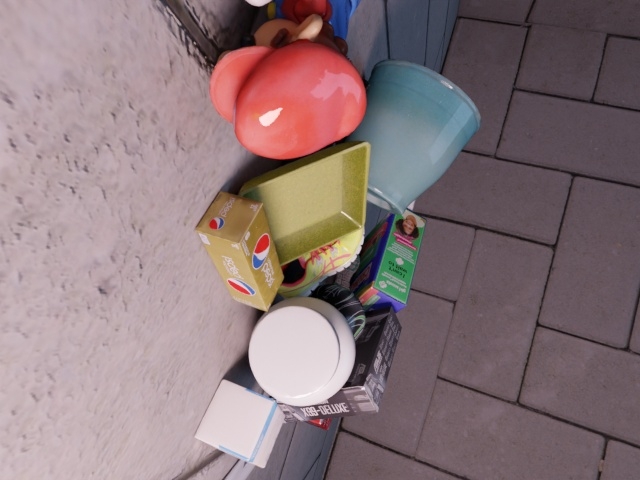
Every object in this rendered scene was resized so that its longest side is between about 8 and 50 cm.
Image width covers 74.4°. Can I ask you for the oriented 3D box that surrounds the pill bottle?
[{"bbox_3d":[-0.025,0.183,0.714,0.301,0.169,0.169,73,35,-76],"label":"pill bottle"}]

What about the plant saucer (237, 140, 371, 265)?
[{"bbox_3d":[-0.023,-0.053,0.610,0.188,0.045,0.188,-24,147,-14],"label":"plant saucer"}]

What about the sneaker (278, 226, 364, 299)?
[{"bbox_3d":[-0.007,0.026,0.738,0.208,0.081,0.094,-47,151,4],"label":"sneaker"}]

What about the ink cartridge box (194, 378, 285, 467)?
[{"bbox_3d":[-0.120,0.298,0.674,0.143,0.092,0.090,83,27,-56],"label":"ink cartridge box"}]

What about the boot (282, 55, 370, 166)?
[{"bbox_3d":[0.029,-0.170,0.732,0.207,0.094,0.246,-69,160,-5],"label":"boot"}]

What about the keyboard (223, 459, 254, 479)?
[{"bbox_3d":[-0.159,0.473,0.888,0.256,0.014,0.072,-15,115,-74],"label":"keyboard"}]

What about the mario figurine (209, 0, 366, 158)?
[{"bbox_3d":[-0.041,-0.223,0.443,0.198,0.170,0.320,39,50,-36],"label":"mario figurine"}]

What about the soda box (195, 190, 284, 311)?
[{"bbox_3d":[-0.095,0.022,0.541,0.181,0.058,0.061,84,26,-57],"label":"soda box"}]

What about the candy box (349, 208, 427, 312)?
[{"bbox_3d":[0.183,0.091,1.288,0.268,0.122,0.317,-54,-168,54],"label":"candy box"}]

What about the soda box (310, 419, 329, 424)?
[{"bbox_3d":[-0.015,0.544,1.348,0.263,0.092,0.083,78,30,-61],"label":"soda box"}]

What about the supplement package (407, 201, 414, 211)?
[{"bbox_3d":[0.245,-0.265,1.299,0.177,0.175,0.293,79,30,-63],"label":"supplement package"}]

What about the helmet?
[{"bbox_3d":[0.024,0.180,0.964,0.161,0.169,0.169,-41,148,-35],"label":"helmet"}]

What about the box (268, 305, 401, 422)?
[{"bbox_3d":[0.049,0.292,1.019,0.076,0.242,0.307,64,29,-14],"label":"box"}]

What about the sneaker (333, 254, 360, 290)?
[{"bbox_3d":[0.072,0.110,1.314,0.076,0.065,0.166,115,0,-69],"label":"sneaker"}]

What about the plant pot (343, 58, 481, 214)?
[{"bbox_3d":[0.167,-0.208,0.943,0.255,0.272,0.271,-58,165,-1],"label":"plant pot"}]
